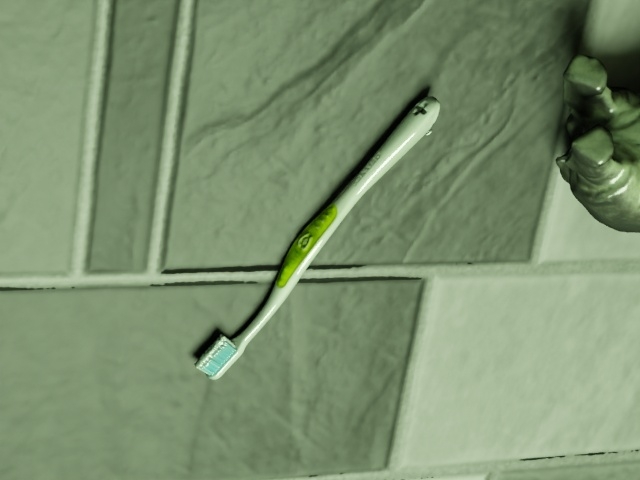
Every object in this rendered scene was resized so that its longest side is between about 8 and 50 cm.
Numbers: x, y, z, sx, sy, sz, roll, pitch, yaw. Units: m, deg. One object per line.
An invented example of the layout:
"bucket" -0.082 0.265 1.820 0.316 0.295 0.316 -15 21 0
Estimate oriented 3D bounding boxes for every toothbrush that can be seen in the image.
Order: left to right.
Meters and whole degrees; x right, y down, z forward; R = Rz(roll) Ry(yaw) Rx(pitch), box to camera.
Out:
"toothbrush" 0.000 0.000 1.164 0.263 0.022 0.026 -49 135 7

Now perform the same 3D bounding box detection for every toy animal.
"toy animal" 0.339 -0.062 1.146 0.343 0.106 0.168 3 158 1
